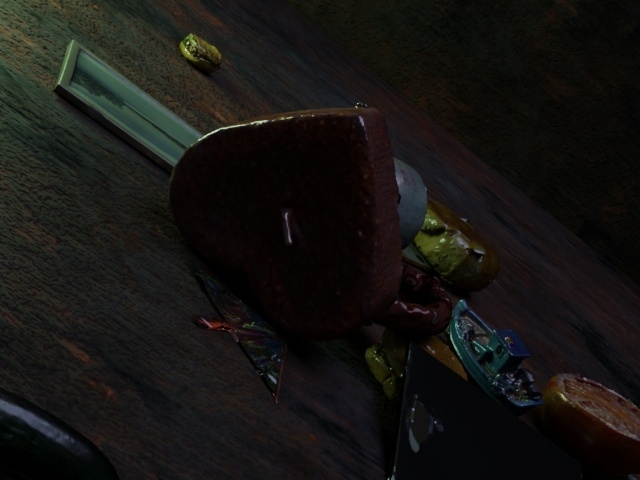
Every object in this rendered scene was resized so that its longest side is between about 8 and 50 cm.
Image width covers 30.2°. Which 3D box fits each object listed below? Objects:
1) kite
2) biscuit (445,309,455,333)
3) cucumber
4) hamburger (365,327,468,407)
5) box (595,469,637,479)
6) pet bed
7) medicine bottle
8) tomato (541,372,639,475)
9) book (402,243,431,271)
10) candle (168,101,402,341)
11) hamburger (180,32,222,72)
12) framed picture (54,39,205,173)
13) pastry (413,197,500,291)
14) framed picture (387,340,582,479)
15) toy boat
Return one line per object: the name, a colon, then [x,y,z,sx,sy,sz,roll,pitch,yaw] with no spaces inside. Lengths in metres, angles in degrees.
kite: [-0.087,0.108,1.411,0.189,0.009,0.232,19,28,-55]
biscuit: [0.257,0.177,2.028,0.144,0.016,0.203,28,22,-42]
cucumber: [-0.256,0.127,0.888,0.284,0.056,0.056,39,16,-28]
hamburger: [0.135,0.180,1.618,0.138,0.083,0.147,25,27,-45]
box: [0.499,0.416,1.960,0.090,0.024,0.167,39,16,-6]
pet bed: [0.092,0.072,1.623,0.201,0.054,0.201,17,18,-6]
medicine bottle: [0.057,-0.057,1.691,0.143,0.147,0.147,13,31,-40]
tomato: [0.473,0.319,1.980,0.236,0.095,0.237,23,15,-6]
book: [0.128,-0.003,2.202,0.172,0.012,0.118,23,24,-49]
candle: [-0.019,-0.041,1.473,0.317,0.287,0.131,44,21,8]
hamburger: [-0.223,-0.349,2.218,0.083,0.044,0.076,33,16,-36]
framed picture: [-0.255,-0.172,1.732,0.289,0.016,0.213,36,17,-20]
pastry: [0.257,0.010,2.303,0.229,0.100,0.218,25,19,-47]
framed picture: [0.220,0.296,1.503,0.324,0.013,0.244,36,36,-18]
toy boat: [0.274,0.180,1.886,0.100,0.097,0.223,2,42,-39]
